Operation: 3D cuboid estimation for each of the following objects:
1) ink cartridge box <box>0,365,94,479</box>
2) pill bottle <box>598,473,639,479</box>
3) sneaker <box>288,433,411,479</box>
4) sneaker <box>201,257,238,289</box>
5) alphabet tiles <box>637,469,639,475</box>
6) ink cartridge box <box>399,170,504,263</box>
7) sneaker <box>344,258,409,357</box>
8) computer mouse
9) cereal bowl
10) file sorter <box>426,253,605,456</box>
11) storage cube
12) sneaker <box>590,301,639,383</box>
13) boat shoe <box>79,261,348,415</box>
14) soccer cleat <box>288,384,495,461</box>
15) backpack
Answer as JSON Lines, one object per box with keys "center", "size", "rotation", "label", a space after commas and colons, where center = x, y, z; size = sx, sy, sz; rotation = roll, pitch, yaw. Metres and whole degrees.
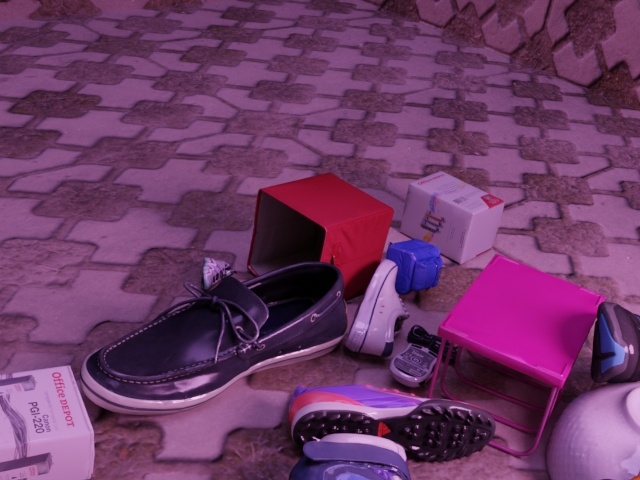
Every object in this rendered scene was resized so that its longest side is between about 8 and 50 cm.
{"center": [-0.432, 0.262, 1.251], "size": [0.218, 0.092, 0.158], "rotation": [-3, 31, -27], "label": "ink cartridge box"}
{"center": [0.346, 0.390, 1.174], "size": [0.246, 0.130, 0.130], "rotation": [-23, 40, -22], "label": "pill bottle"}
{"center": [0.112, 0.353, 1.218], "size": [0.323, 0.130, 0.236], "rotation": [14, 32, 18], "label": "sneaker"}
{"center": [-0.190, 0.063, 1.750], "size": [0.069, 0.038, 0.098], "rotation": [6, 29, -7], "label": "sneaker"}
{"center": [0.533, 0.396, 1.247], "size": [0.237, 0.198, 0.009], "rotation": [26, -10, 11], "label": "alphabet tiles"}
{"center": [0.286, -0.054, 2.027], "size": [0.176, 0.127, 0.128], "rotation": [31, 35, 33], "label": "ink cartridge box"}
{"center": [0.116, 0.131, 1.693], "size": [0.091, 0.094, 0.258], "rotation": [25, 37, 2], "label": "sneaker"}
{"center": [0.169, 0.211, 1.599], "size": [0.106, 0.042, 0.193], "rotation": [27, 26, 19], "label": "computer mouse"}
{"center": [0.525, 0.325, 1.401], "size": [0.339, 0.141, 0.339], "rotation": [9, 29, -5], "label": "cereal bowl"}
{"center": [0.320, 0.189, 1.536], "size": [0.202, 0.182, 0.291], "rotation": [22, 31, 19], "label": "file sorter"}
{"center": [0.000, 0.000, 1.778], "size": [0.215, 0.183, 0.193], "rotation": [31, 33, 35], "label": "storage cube"}
{"center": [0.512, 0.166, 1.480], "size": [0.140, 0.125, 0.341], "rotation": [8, 2, 21], "label": "sneaker"}
{"center": [-0.156, 0.142, 1.498], "size": [0.500, 0.156, 0.187], "rotation": [-14, 38, -35], "label": "boat shoe"}
{"center": [0.109, 0.266, 1.413], "size": [0.318, 0.108, 0.116], "rotation": [2, 25, -9], "label": "soccer cleat"}
{"center": [0.192, 0.055, 1.834], "size": [0.101, 0.098, 0.120], "rotation": [26, 23, 29], "label": "backpack"}
